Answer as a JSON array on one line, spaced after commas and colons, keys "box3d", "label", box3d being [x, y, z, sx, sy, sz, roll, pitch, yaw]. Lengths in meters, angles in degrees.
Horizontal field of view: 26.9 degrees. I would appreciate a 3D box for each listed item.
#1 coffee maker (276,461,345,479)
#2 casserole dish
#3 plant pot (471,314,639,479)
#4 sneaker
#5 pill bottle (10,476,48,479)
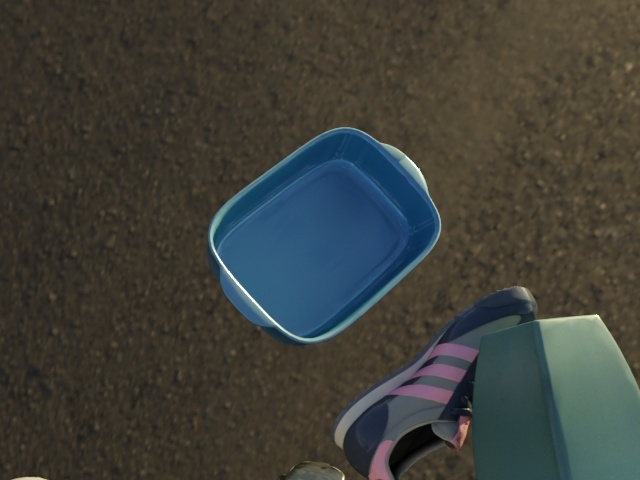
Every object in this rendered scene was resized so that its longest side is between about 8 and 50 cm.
[{"box3d": [-0.018, 0.435, 1.930, 0.120, 0.178, 0.171, -1, 29, -5], "label": "coffee maker"}, {"box3d": [0.000, 0.000, 0.905, 0.114, 0.037, 0.188, 47, 53, 5], "label": "casserole dish"}, {"box3d": [0.282, 0.213, 1.585, 0.165, 0.165, 0.234, -2, 77, -33], "label": "plant pot"}, {"box3d": [0.171, 0.196, 1.702, 0.319, 0.112, 0.131, -41, 51, 0], "label": "sneaker"}, {"box3d": [-0.330, 0.357, 1.298, 0.162, 0.162, 0.278, 31, 23, 7], "label": "pill bottle"}]
